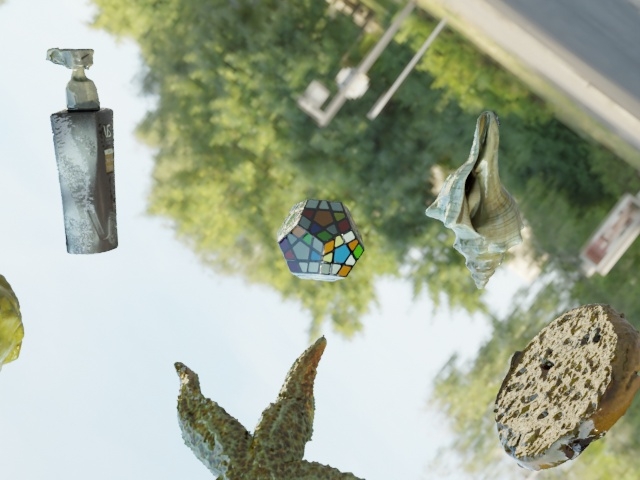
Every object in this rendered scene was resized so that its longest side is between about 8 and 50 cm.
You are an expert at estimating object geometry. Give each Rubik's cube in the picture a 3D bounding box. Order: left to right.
[{"bbox_3d":[0.000,0.000,1.586,0.133,0.133,0.112,29,-175,-42],"label":"Rubik's cube"}]

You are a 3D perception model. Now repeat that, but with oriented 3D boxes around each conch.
[{"bbox_3d":[0.204,-0.042,1.495,0.114,0.137,0.234,1,124,51],"label":"conch"}]

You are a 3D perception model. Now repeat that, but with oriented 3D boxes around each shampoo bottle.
[{"bbox_3d":[-0.242,-0.092,1.100,0.063,0.208,0.057,-2,-169,0],"label":"shampoo bottle"}]

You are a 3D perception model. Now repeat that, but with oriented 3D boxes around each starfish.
[{"bbox_3d":[-0.043,0.250,1.137,0.357,0.347,0.078,-2,150,19],"label":"starfish"}]

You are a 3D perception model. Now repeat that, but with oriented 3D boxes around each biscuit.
[{"bbox_3d":[0.378,0.224,1.647,0.075,0.296,0.296,36,-171,-17],"label":"biscuit"}]

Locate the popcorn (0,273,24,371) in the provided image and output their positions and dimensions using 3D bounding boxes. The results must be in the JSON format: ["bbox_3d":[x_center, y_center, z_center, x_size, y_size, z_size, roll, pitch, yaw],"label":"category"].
[{"bbox_3d":[-0.509,0.105,1.431,0.250,0.235,0.242,-22,-106,-46],"label":"popcorn"}]
